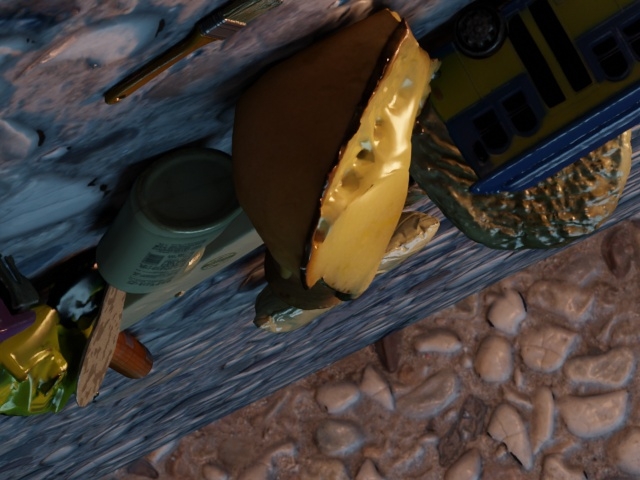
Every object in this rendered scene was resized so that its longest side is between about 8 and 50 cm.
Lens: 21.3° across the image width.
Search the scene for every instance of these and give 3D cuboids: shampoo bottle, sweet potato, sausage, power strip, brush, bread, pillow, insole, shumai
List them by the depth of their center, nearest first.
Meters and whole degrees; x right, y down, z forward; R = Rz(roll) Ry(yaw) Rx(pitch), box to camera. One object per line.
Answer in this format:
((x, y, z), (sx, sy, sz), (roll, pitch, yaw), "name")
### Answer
((-0.105, -0.152, 1.348), (0.170, 0.014, 0.043), (-31, 168, 20), "brush")
((0.004, -0.087, 1.550), (0.204, 0.162, 0.262), (34, 76, -77), "bread")
((-0.158, -0.008, 1.706), (0.118, 0.087, 0.234), (-22, 169, -27), "shampoo bottle")
((-0.230, 0.087, 1.835), (0.065, 0.006, 0.193), (-4, 111, -69), "insole")
((-0.153, 0.017, 1.915), (0.385, 0.062, 0.091), (-32, 169, 24), "power strip")
((0.230, -0.108, 1.959), (0.260, 0.225, 0.222), (-13, -170, 7), "shumai")
((-0.001, 0.003, 2.076), (0.131, 0.131, 0.337), (-26, 171, -9), "sweet potato")
((-0.268, 0.147, 2.273), (0.053, 0.053, 0.348), (-28, 170, -2), "sausage")
((0.033, 0.044, 2.361), (0.280, 0.076, 0.274), (-29, -176, -2), "pillow")

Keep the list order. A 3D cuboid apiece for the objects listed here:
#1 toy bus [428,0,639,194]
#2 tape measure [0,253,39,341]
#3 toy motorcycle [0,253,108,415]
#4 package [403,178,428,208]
((0.247, -0.179, 1.674), (0.287, 0.175, 0.138), (-32, 170, 23), "toy bus")
((-0.397, 0.101, 1.491), (0.231, 0.149, 0.245), (-35, 175, 21), "tape measure")
((-0.353, 0.152, 1.820), (0.342, 0.142, 0.206), (-41, 154, -28), "toy motorcycle")
((0.158, -0.081, 2.310), (0.232, 0.040, 0.166), (-32, 170, 29), "package")
